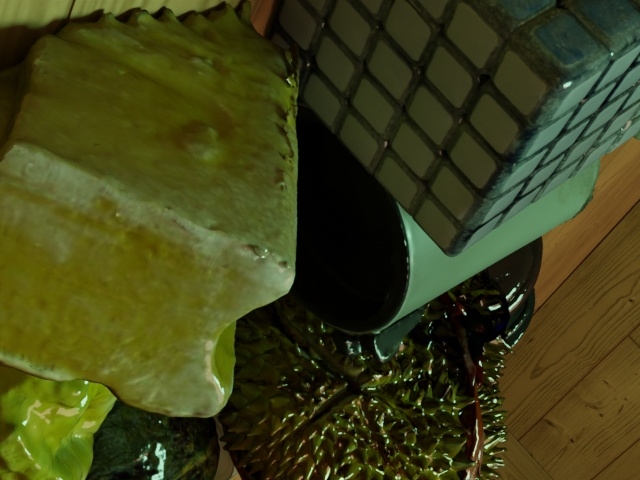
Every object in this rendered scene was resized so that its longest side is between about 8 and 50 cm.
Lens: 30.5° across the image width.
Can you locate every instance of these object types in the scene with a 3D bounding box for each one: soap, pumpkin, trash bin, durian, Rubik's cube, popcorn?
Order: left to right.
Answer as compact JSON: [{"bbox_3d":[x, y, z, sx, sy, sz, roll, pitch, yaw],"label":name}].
[{"bbox_3d":[-0.233,0.114,0.935,0.197,0.156,0.197,-55,162,-27],"label":"popcorn"},{"bbox_3d":[-0.174,-0.076,0.758,0.169,0.304,0.338,-58,-162,29],"label":"soap"},{"bbox_3d":[-0.179,0.212,1.164,0.163,0.111,0.278,68,35,-49],"label":"pumpkin"},{"bbox_3d":[0.057,0.156,1.254,0.384,0.347,0.347,11,128,-45],"label":"durian"},{"bbox_3d":[0.092,-0.065,1.078,0.263,0.277,0.217,-26,-159,-34],"label":"trash bin"},{"bbox_3d":[0.134,-0.172,0.870,0.237,0.237,0.238,-34,164,-29],"label":"Rubik's cube"}]

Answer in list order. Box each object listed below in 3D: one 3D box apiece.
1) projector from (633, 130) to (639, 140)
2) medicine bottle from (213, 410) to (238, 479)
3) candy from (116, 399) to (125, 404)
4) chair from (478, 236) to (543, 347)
[{"bbox_3d":[0.472,-0.265,1.590,0.242,0.163,0.177,-39,164,-27],"label":"projector"},{"bbox_3d":[-0.049,0.171,1.482,0.293,0.170,0.170,-31,161,-36],"label":"medicine bottle"},{"bbox_3d":[-0.254,0.212,1.058,0.440,0.119,0.119,-53,167,-12],"label":"candy"},{"bbox_3d":[0.183,0.033,1.578,0.226,0.226,0.401,-41,164,-3],"label":"chair"}]
